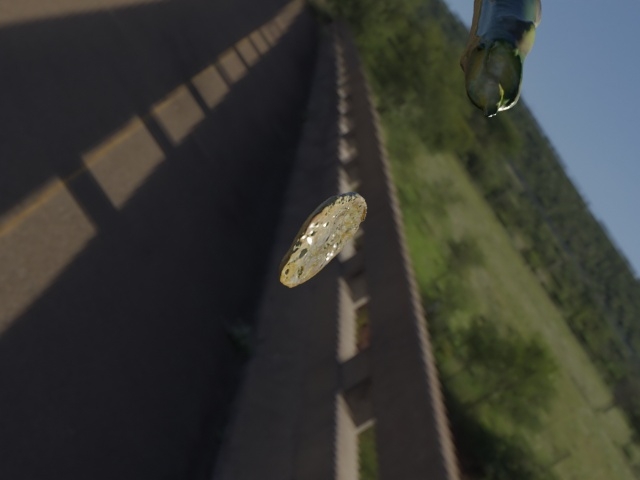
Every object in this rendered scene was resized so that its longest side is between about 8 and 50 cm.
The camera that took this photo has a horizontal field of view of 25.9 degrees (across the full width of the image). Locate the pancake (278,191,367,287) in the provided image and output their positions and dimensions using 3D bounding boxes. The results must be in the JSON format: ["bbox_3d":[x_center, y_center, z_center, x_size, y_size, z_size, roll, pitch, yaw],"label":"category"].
[{"bbox_3d":[0.000,0.000,1.577,0.022,0.139,0.139,41,1,17],"label":"pancake"}]

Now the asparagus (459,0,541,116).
[{"bbox_3d":[0.198,-0.226,1.536,0.082,0.085,0.343,18,28,4],"label":"asparagus"}]
